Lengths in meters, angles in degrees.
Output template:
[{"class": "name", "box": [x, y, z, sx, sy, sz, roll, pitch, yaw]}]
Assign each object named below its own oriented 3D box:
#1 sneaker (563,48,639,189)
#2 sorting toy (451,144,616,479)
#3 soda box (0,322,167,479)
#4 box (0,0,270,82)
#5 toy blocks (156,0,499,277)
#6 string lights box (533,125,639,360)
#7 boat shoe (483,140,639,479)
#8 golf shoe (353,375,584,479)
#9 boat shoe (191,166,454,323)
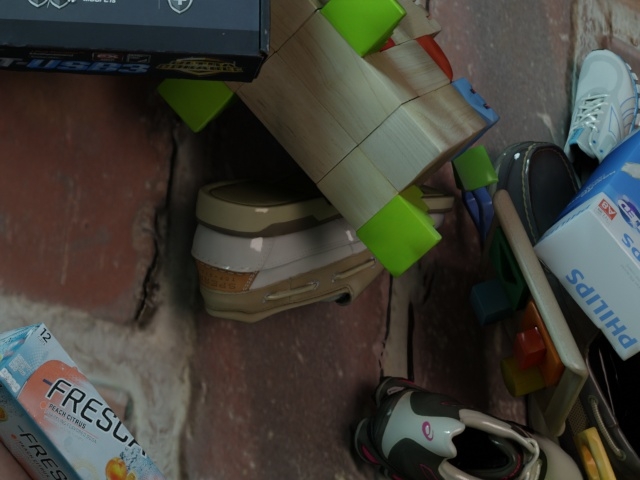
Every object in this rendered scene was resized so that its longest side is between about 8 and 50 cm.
[{"class": "sneaker", "box": [0.283, -0.110, 1.740, 0.083, 0.071, 0.190, 17, 68, -49]}, {"class": "sorting toy", "box": [0.176, 0.073, 1.512, 0.047, 0.196, 0.347, -19, 67, -6]}, {"class": "soda box", "box": [-0.185, 0.149, 1.257, 0.183, 0.063, 0.058, 55, 50, -20]}, {"class": "box", "box": [-0.184, -0.267, 1.213, 0.295, 0.073, 0.293, 2, 79, -9]}, {"class": "toy blocks", "box": [0.008, -0.169, 1.414, 0.381, 0.191, 0.261, 49, 22, 4]}, {"class": "string lights box", "box": [0.303, -0.011, 1.590, 0.133, 0.077, 0.260, 50, 35, -3]}, {"class": "boat shoe", "box": [0.262, 0.070, 1.646, 0.132, 0.130, 0.355, -16, 92, -44]}, {"class": "golf shoe", "box": [0.155, 0.207, 1.514, 0.273, 0.120, 0.105, 24, 82, -36]}, {"class": "boat shoe", "box": [0.000, 0.000, 1.445, 0.302, 0.113, 0.103, -7, 111, -49]}]
